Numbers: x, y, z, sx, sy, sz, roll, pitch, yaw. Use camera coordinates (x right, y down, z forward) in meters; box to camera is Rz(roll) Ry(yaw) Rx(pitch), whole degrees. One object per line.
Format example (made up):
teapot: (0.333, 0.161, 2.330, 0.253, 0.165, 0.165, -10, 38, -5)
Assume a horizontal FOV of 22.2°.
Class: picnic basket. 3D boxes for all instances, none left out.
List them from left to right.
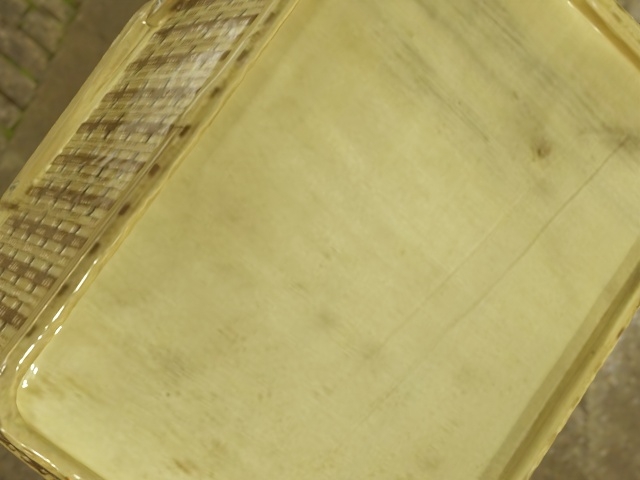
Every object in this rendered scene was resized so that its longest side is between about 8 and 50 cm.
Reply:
picnic basket: (0.000, 0.000, 0.729, 0.228, 0.175, 0.313, 41, 76, -22)
